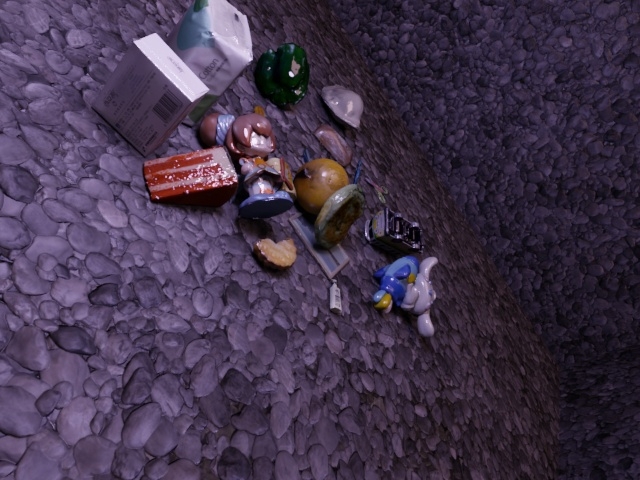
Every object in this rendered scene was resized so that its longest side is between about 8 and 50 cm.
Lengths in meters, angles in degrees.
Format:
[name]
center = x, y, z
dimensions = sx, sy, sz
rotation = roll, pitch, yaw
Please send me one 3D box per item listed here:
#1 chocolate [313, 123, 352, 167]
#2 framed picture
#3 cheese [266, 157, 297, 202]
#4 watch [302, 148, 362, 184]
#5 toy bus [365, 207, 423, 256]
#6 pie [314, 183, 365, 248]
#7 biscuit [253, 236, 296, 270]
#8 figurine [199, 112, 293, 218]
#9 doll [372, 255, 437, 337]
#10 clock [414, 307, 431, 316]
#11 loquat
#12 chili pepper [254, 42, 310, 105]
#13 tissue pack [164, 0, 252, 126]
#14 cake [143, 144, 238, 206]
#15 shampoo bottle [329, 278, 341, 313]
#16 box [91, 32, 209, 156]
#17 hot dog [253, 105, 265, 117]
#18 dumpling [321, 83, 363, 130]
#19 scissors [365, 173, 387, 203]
[chocolate]
center = 0.085, -0.508, 2.257
dimensions = 0.261, 0.083, 0.161
rotation = 45, 32, -16
[framed picture]
center = 0.000, 0.000, 1.766
dimensions = 0.289, 0.016, 0.213
rotation = 56, 32, -2
[cheese]
center = -0.159, -0.229, 1.682
dimensions = 0.123, 0.094, 0.167
rotation = 13, 52, -45
[watch]
center = 0.031, -0.273, 1.928
dimensions = 0.277, 0.068, 0.274
rotation = 10, 66, 4
[toy bus]
center = 0.354, -0.031, 2.111
dimensions = 0.306, 0.179, 0.143
rotation = 24, 61, -41
[pie]
center = 0.080, -0.094, 1.699
dimensions = 0.067, 0.302, 0.303
rotation = 37, 25, 23
[biscuit]
center = -0.153, 0.051, 1.480
dimensions = 0.183, 0.061, 0.118
rotation = 2, 63, -50
[figurine]
center = -0.240, -0.272, 1.516
dimensions = 0.277, 0.248, 0.387
rotation = 5, 68, -54
[doll]
center = 0.392, 0.205, 1.920
dimensions = 0.366, 0.187, 0.375
rotation = 22, 45, -29
[clock]
center = 0.462, 0.272, 2.119
dimensions = 0.215, 0.042, 0.214
rotation = 34, 39, -32
[loquat]
center = 0.003, -0.219, 1.745
dimensions = 0.235, 0.235, 0.235
rotation = 33, 39, -32
[chili pepper]
center = -0.164, -0.769, 2.021
dimensions = 0.233, 0.249, 0.256
rotation = 36, 46, -49
[tissue pack]
center = -0.401, -0.601, 1.437
dimensions = 0.194, 0.357, 0.266
rotation = 22, 46, -43
[cake]
center = -0.408, -0.182, 1.356
dimensions = 0.262, 0.159, 0.158
rotation = -15, 72, -20
[shampoo bottle]
center = 0.056, 0.209, 1.644
dimensions = 0.049, 0.034, 0.141
rotation = 27, 42, -28
[box]
center = -0.486, -0.406, 1.234
dimensions = 0.203, 0.274, 0.116
rotation = 45, 36, -17
[hot dog]
center = -0.252, -0.476, 1.818
dimensions = 0.066, 0.047, 0.215
rotation = 38, 34, -52
[dumpling]
center = 0.122, -0.782, 2.468
dimensions = 0.260, 0.181, 0.340
rotation = 22, 67, -29
[scissors]
center = 0.315, -0.299, 2.438
dimensions = 0.187, 0.020, 0.133
rotation = 44, 39, -22
